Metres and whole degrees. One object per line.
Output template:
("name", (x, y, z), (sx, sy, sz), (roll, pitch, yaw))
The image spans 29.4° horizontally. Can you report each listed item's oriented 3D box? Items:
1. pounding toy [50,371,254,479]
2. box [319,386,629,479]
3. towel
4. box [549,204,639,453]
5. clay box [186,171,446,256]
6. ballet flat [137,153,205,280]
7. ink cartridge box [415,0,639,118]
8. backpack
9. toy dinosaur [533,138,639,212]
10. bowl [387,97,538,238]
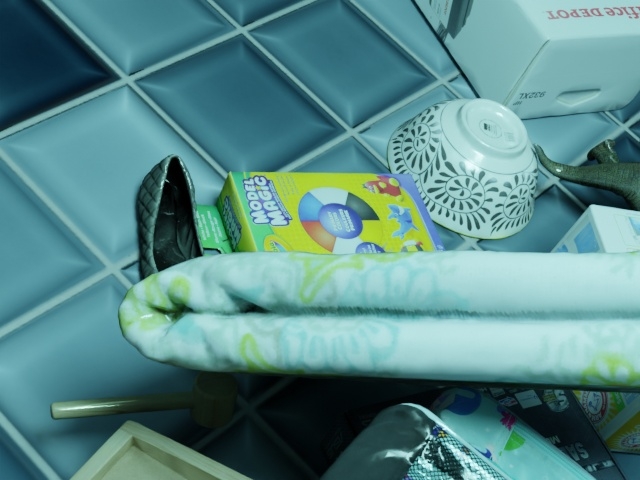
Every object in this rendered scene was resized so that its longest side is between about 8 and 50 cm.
("pounding toy", (-0.118, 0.184, 0.855), (0.181, 0.094, 0.206), (22, 41, 20))
("box", (0.139, 0.205, 0.987), (0.232, 0.059, 0.183), (-8, 56, -31))
("towel", (0.101, 0.057, 0.850), (0.320, 0.374, 0.090), (21, 70, -66))
("box", (0.291, 0.084, 1.130), (0.103, 0.114, 0.203), (7, 49, -23))
("clay box", (0.000, 0.000, 1.103), (0.222, 0.053, 0.127), (-1, 52, -28))
("ballet flat", (-0.125, 0.001, 1.041), (0.057, 0.049, 0.173), (0, 52, -25))
("ink cartridge box", (0.239, -0.301, 1.433), (0.223, 0.129, 0.307), (-9, 56, -33))
("backpack", (0.094, 0.234, 0.756), (0.253, 0.225, 0.191), (40, 49, 9))
("toy dinosaur", (0.370, -0.051, 1.257), (0.313, 0.121, 0.160), (28, 19, -24))
("bowl", (0.160, -0.091, 1.245), (0.170, 0.080, 0.170), (13, 48, -15))
